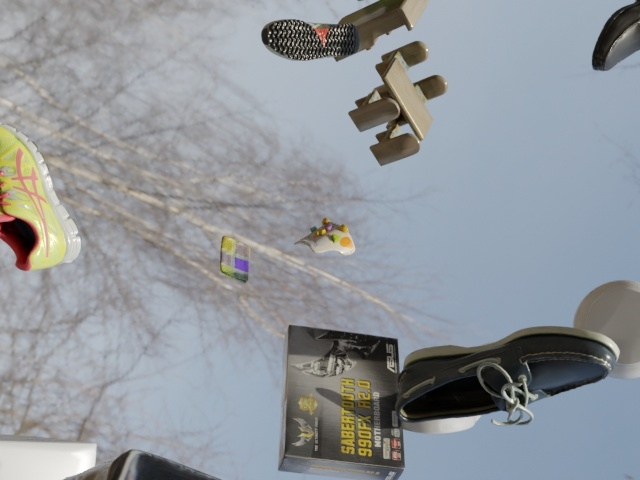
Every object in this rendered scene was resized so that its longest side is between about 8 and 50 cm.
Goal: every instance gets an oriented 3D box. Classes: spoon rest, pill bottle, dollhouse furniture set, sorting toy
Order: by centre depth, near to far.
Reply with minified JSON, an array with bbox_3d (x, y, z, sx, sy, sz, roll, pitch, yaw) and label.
[{"bbox_3d":[0.427,0.128,1.299,0.136,0.246,0.136,-2,-99,16],"label":"pill bottle"},{"bbox_3d":[0.228,0.243,1.443,0.084,0.276,0.137,19,-70,30],"label":"spoon rest"},{"bbox_3d":[0.000,0.000,1.465,0.083,0.075,0.045,20,-57,41],"label":"sorting toy"},{"bbox_3d":[0.147,-0.297,1.609,0.161,0.242,0.212,-17,-151,35],"label":"dollhouse furniture set"}]

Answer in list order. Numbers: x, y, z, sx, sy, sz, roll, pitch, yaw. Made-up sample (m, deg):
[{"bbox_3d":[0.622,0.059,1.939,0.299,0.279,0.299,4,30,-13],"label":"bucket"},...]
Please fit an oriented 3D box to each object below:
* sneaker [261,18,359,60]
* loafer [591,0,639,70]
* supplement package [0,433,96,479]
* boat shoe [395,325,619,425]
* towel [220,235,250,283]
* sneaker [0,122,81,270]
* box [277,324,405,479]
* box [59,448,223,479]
[{"bbox_3d":[-0.026,-0.277,1.285,0.075,0.161,0.057,5,-78,52],"label":"sneaker"},{"bbox_3d":[0.420,-0.278,1.204,0.061,0.062,0.170,34,-108,32],"label":"loafer"},{"bbox_3d":[-0.376,0.297,1.076,0.244,0.139,0.134,-12,-109,52],"label":"supplement package"},{"bbox_3d":[0.192,0.151,0.988,0.254,0.095,0.079,-10,-140,31],"label":"boat shoe"},{"bbox_3d":[-0.149,0.032,1.611,0.009,0.060,0.083,-40,-145,38],"label":"towel"},{"bbox_3d":[-0.379,-0.054,1.126,0.081,0.208,0.094,-30,-175,35],"label":"sneaker"},{"bbox_3d":[0.031,0.247,1.410,0.056,0.183,0.231,110,-14,-49],"label":"box"},{"bbox_3d":[-0.020,0.366,0.555,0.472,0.480,0.297,-34,-145,54],"label":"box"}]
